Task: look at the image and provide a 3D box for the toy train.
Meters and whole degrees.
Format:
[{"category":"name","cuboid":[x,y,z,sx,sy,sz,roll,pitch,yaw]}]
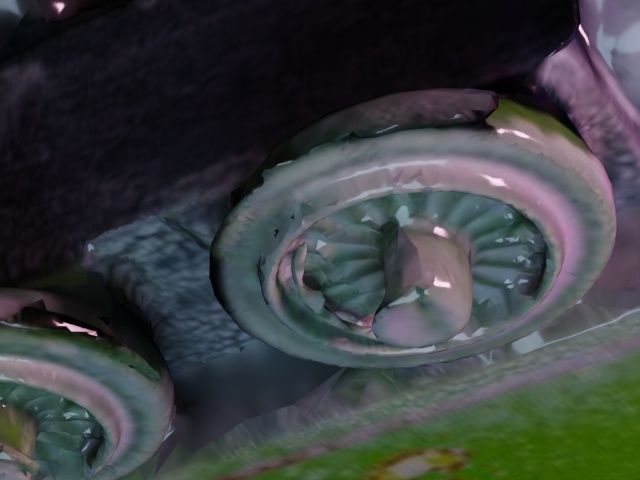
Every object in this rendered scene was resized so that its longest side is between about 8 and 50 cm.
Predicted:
[{"category":"toy train","cuboid":[0.000,0.000,0.562,0.307,0.173,0.249,-21,142,22]}]
